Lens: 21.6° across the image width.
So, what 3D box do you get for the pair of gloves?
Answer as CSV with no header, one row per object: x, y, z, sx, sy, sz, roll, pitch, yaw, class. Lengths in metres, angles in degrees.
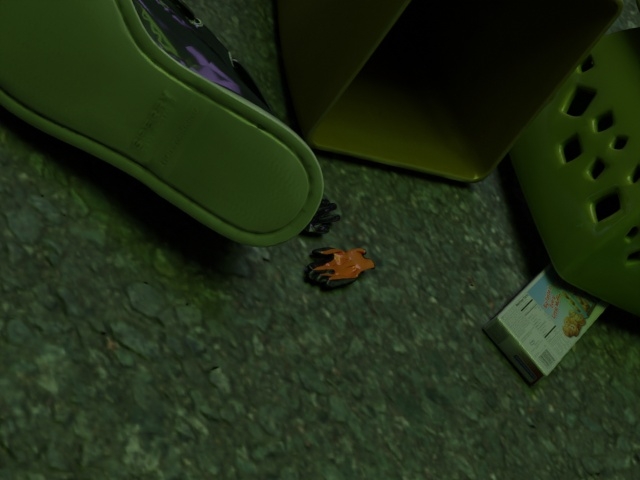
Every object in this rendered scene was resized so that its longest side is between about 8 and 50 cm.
0.000,0.000,1.299,0.074,0.010,0.083,-15,66,-49,pair of gloves

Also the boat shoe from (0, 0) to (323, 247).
-0.142,-0.127,1.187,0.340,0.127,0.113,33,9,-9,boat shoe

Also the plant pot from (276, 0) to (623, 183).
0.082,-0.201,1.416,0.212,0.212,0.187,9,39,-41,plant pot

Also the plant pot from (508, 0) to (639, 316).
0.326,-0.075,1.514,0.228,0.207,0.227,22,38,-38,plant pot

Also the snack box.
0.201,0.060,1.441,0.064,0.022,0.178,49,36,3,snack box
